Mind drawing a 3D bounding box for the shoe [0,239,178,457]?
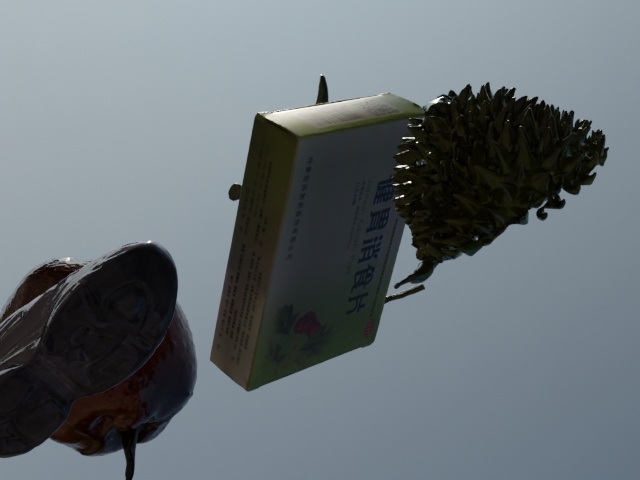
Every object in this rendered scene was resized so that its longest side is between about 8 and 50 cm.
[{"bbox_3d":[-0.227,0.080,0.980,0.245,0.095,0.137,-43,-150,9],"label":"shoe"}]

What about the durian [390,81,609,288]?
[{"bbox_3d":[0.103,-0.053,0.687,0.137,0.220,0.095,-36,-80,21],"label":"durian"}]

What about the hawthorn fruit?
[{"bbox_3d":[-0.281,0.170,1.378,0.254,0.254,0.300,-39,-128,35],"label":"hawthorn fruit"}]

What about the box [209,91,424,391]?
[{"bbox_3d":[-0.001,-0.001,1.009,0.062,0.175,0.260,33,-57,35],"label":"box"}]

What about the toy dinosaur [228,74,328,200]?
[{"bbox_3d":[-0.015,-0.093,1.440,0.075,0.188,0.247,38,-74,29],"label":"toy dinosaur"}]

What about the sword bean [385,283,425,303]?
[{"bbox_3d":[0.094,0.072,1.393,0.083,0.012,0.012,-18,-102,4],"label":"sword bean"}]
